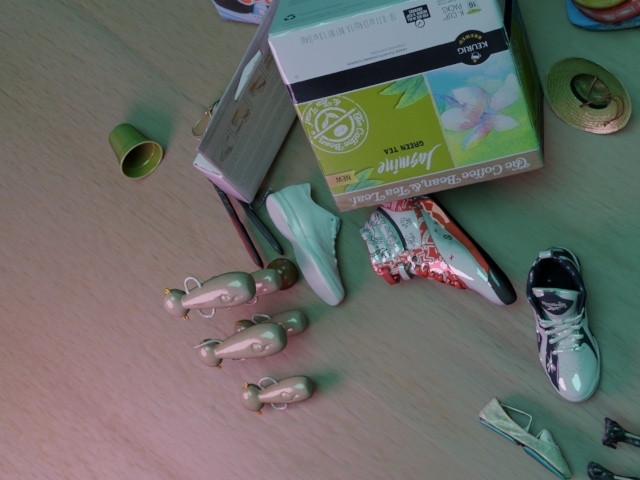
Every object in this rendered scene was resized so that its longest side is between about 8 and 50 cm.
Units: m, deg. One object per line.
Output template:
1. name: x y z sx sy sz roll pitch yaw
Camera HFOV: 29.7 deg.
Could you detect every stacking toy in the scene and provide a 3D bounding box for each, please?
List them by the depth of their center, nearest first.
1. stacking toy: 0.399 -0.430 1.762 0.175 0.302 0.166 -2 79 31

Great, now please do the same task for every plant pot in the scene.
1. plant pot: -0.333 -0.163 2.121 0.083 0.083 0.079 -47 57 7

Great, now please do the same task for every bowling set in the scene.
1. bowling set: -0.114 0.127 1.961 0.154 0.200 0.287 -14 119 22

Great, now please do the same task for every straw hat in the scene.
1. straw hat: 0.421 -0.236 1.853 0.144 0.144 0.061 27 53 22

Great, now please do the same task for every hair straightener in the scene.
1. hair straightener: -0.120 -0.067 2.045 0.089 0.047 0.230 -32 67 4

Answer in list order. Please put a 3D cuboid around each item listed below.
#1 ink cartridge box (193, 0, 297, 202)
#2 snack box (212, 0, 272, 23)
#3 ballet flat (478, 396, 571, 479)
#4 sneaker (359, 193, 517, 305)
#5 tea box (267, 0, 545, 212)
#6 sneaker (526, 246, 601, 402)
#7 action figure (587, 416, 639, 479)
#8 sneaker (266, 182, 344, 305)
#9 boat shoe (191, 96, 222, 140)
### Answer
1. ink cartridge box: -0.110 -0.237 1.925 0.066 0.261 0.296 23 81 22
2. snack box: -0.044 -0.418 1.987 0.321 0.187 0.060 12 70 22
3. ballet flat: 0.315 0.293 1.813 0.168 0.057 0.052 34 84 21
4. sneaker: 0.176 0.038 1.889 0.145 0.090 0.270 -44 66 9
5. tea box: 0.139 -0.256 1.800 0.329 0.324 0.220 -13 34 19
6. sneaker: 0.352 0.118 1.774 0.094 0.153 0.235 -4 80 21
7. action figure: 0.525 0.318 1.688 0.275 0.141 0.164 5 80 37
8. sneaker: 0.000 0.000 1.973 0.094 0.080 0.212 -26 82 -21
9. boat shoe: -0.171 -0.222 2.081 0.135 0.045 0.050 -36 71 11
